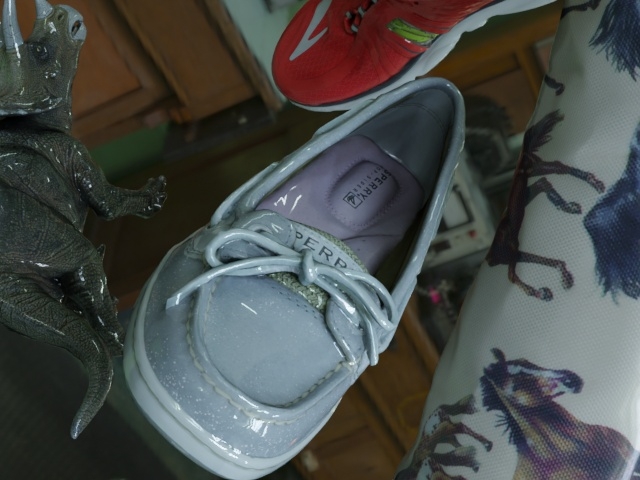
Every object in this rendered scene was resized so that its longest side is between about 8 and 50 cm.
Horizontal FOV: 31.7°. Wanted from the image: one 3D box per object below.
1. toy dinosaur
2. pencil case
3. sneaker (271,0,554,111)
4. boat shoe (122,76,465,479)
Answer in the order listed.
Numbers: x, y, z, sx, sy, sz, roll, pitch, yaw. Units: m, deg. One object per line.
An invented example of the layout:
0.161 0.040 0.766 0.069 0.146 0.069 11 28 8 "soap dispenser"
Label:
-0.182 -0.006 0.702 0.160 0.121 0.314 32 39 -33 "toy dinosaur"
0.173 0.008 0.647 0.410 0.160 0.183 -71 163 4 "pencil case"
0.061 -0.186 0.805 0.118 0.279 0.107 2 64 -56 "sneaker"
0.002 0.001 0.605 0.118 0.103 0.320 40 34 2 "boat shoe"
